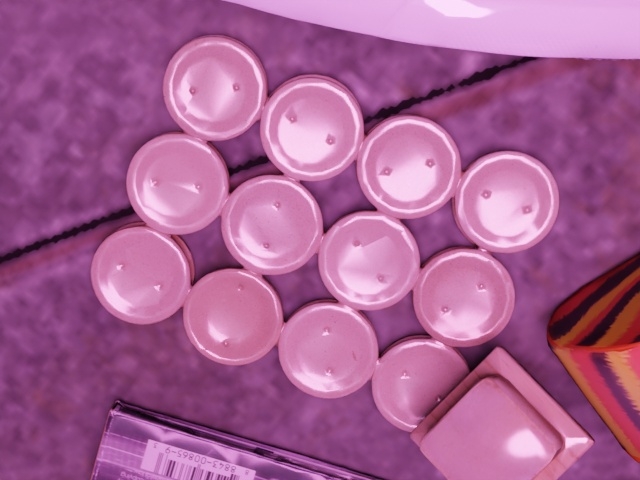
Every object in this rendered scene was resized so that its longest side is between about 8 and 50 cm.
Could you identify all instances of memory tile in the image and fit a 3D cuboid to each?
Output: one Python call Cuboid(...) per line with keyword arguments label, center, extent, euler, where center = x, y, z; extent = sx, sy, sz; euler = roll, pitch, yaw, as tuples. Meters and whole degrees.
Cuboid(label="memory tile", center=(0.000, 0.000, 0.461), extent=(0.148, 0.012, 0.113), euler=(22, 103, -2))

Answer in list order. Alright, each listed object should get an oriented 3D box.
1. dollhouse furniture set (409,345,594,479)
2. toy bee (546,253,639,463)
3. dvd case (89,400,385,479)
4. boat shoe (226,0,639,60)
Cuboid(label="dollhouse furniture set", center=(0.092, 0.269, 0.485), extent=(0.303, 0.174, 0.355), euler=(-45, 76, 11))
Cuboid(label="toy bee", center=(0.200, -0.026, 0.366), extent=(0.195, 0.162, 0.298), euler=(33, 104, -4))
Cuboid(label="dvd case", center=(-0.030, 0.187, 0.502), extent=(0.164, 0.018, 0.221), euler=(17, 102, -1))
Cuboid(label="boat shoe", center=(0.006, -0.106, 0.400), extent=(0.226, 0.083, 0.076), euler=(9, 104, 2))
